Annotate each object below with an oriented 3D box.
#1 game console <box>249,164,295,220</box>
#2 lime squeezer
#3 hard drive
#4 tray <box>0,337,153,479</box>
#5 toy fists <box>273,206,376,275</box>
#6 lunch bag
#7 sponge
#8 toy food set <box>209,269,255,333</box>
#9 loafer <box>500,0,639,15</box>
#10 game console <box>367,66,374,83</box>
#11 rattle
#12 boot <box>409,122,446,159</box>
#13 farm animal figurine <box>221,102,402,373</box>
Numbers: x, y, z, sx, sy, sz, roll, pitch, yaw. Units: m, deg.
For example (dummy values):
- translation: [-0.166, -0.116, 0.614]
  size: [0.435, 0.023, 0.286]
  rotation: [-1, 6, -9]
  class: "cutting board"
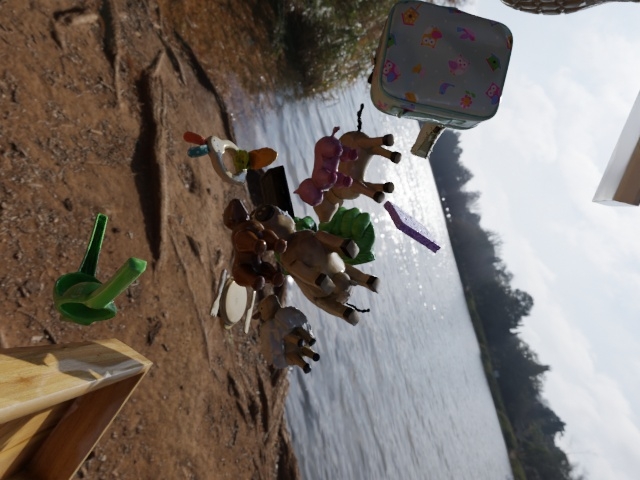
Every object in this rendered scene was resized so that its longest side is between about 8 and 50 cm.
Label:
- translation: [-0.178, -0.087, 1.337]
  size: [0.043, 0.361, 0.213]
  rotation: [-8, 81, -29]
  class: "game console"
- translation: [-0.239, 0.044, 0.442]
  size: [0.059, 0.310, 0.110]
  rotation: [44, 75, -30]
  class: "lime squeezer"
- translation: [0.648, -0.240, 0.803]
  size: [0.233, 0.047, 0.353]
  rotation: [-10, 119, -65]
  class: "hard drive"
- translation: [-0.297, 0.196, 0.359]
  size: [0.203, 0.076, 0.411]
  rotation: [-57, 180, -13]
  class: "tray"
- translation: [0.000, 0.000, 1.003]
  size: [0.096, 0.279, 0.143]
  rotation: [-18, 96, -62]
  class: "toy fists"
- translation: [0.241, -0.355, 0.855]
  size: [0.108, 0.278, 0.224]
  rotation: [-137, -123, -83]
  class: "lunch bag"
- translation: [0.284, -0.042, 1.267]
  size: [0.210, 0.031, 0.117]
  rotation: [27, 26, -36]
  class: "sponge"
- translation: [-0.227, 0.154, 1.018]
  size: [0.192, 0.038, 0.133]
  rotation: [58, 37, -60]
  class: "toy food set"
- translation: [0.473, -0.466, 0.695]
  size: [0.112, 0.319, 0.112]
  rotation: [13, 91, -56]
  class: "loafer"
- translation: [0.224, -0.506, 1.243]
  size: [0.107, 0.122, 0.071]
  rotation: [-30, 141, -43]
  class: "game console"
- translation: [-0.233, -0.234, 1.064]
  size: [0.199, 0.142, 0.130]
  rotation: [43, 56, -48]
  class: "rattle"
- translation: [0.375, -0.355, 1.369]
  size: [0.077, 0.165, 0.213]
  rotation: [27, 7, -8]
  class: "boot"
- translation: [-0.014, -0.005, 0.659]
  size: [0.330, 0.172, 0.327]
  rotation: [-37, 126, -28]
  class: "farm animal figurine"
